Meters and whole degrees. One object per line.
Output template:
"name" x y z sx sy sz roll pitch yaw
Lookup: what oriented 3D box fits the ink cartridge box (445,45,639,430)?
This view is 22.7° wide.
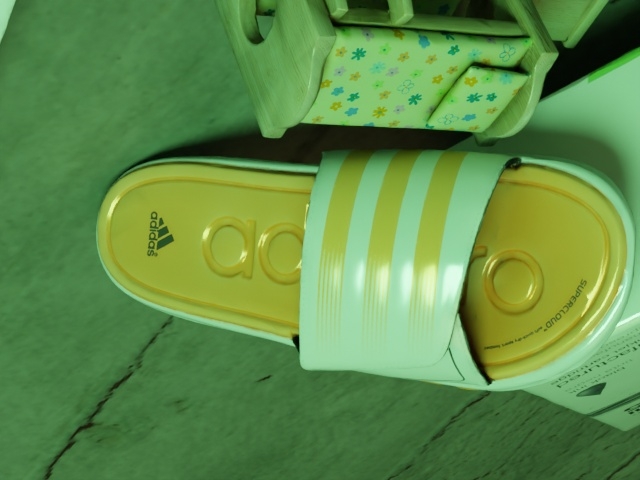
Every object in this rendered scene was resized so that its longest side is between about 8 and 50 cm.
"ink cartridge box" 0.190 -0.004 0.797 0.198 0.115 0.273 -29 161 14

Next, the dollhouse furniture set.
"dollhouse furniture set" 0.075 -0.119 0.626 0.182 0.101 0.161 0 143 -29

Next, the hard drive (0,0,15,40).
"hard drive" -0.283 -0.062 0.570 0.318 0.040 0.210 0 143 -29

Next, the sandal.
"sandal" -0.001 0.011 0.680 0.265 0.102 0.076 3 -178 28
